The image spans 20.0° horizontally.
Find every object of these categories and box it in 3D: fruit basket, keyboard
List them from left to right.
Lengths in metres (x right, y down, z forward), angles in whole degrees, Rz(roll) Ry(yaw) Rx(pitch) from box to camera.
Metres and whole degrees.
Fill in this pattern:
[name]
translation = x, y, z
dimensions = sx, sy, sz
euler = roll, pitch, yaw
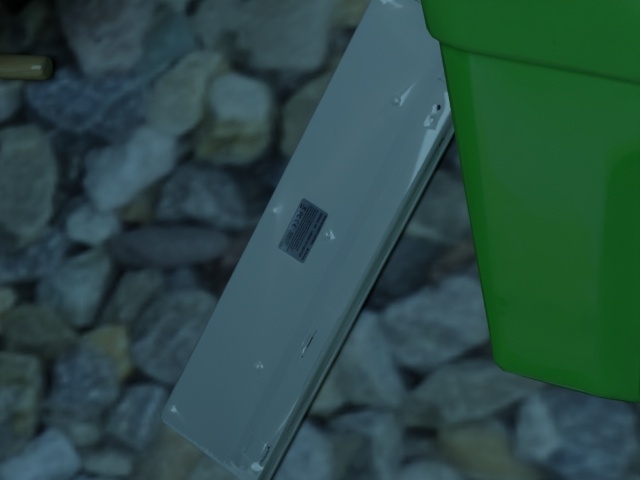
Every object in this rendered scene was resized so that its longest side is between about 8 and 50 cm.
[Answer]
[keyboard]
translation = 0.000, 0.000, 0.899
dimensions = 0.072, 0.014, 0.256
euler = 35, 104, 30
[fruit basket]
translation = 0.228, -0.104, 0.620
dimensions = 0.392, 0.283, 0.392
euler = 9, 108, 29

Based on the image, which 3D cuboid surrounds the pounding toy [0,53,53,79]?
[pounding toy]
translation = -0.201, -0.176, 0.954
dimensions = 0.269, 0.155, 0.154
euler = -27, 57, 52
